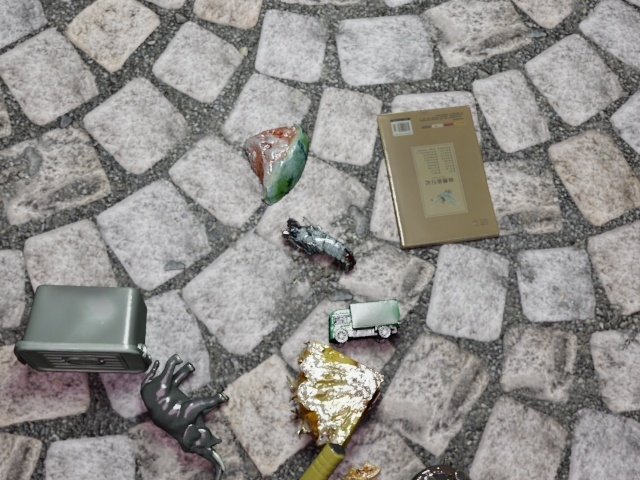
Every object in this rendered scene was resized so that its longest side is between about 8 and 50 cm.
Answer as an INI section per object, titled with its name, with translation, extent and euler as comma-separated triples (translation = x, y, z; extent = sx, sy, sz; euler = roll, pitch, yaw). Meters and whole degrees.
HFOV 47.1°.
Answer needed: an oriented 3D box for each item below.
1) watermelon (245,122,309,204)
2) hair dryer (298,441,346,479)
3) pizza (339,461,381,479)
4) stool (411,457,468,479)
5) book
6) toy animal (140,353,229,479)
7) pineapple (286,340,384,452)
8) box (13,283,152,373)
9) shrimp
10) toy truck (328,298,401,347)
[watermelon]
translation = -0.104, -0.180, 1.573
extent = 0.139, 0.071, 0.187
euler = 24, 74, 8
[hair dryer]
translation = -0.057, 0.471, 1.332
extent = 0.135, 0.090, 0.278
euler = 36, 100, 8
[pizza]
translation = 0.078, 0.451, 1.425
extent = 0.083, 0.016, 0.037
euler = -8, 68, -4
[stool]
translation = 0.219, 0.511, 1.367
extent = 0.125, 0.121, 0.217
euler = 19, 68, 0
[book]
translation = 0.254, -0.143, 1.607
extent = 0.217, 0.021, 0.310
euler = -7, 74, -6
[toy animal]
translation = -0.237, 0.338, 1.407
extent = 0.137, 0.082, 0.269
euler = -40, 84, -10
[pineapple]
translation = 0.032, 0.299, 1.419
extent = 0.186, 0.114, 0.236
euler = -7, 71, -5
[box]
translation = -0.444, 0.170, 1.407
extent = 0.243, 0.163, 0.135
euler = 1, 65, -2
[shrimp]
translation = 0.002, -0.002, 1.525
extent = 0.174, 0.076, 0.082
euler = 28, 52, 4
[toy truck]
translation = 0.086, 0.169, 1.483
extent = 0.147, 0.065, 0.079
euler = -7, 72, -6
